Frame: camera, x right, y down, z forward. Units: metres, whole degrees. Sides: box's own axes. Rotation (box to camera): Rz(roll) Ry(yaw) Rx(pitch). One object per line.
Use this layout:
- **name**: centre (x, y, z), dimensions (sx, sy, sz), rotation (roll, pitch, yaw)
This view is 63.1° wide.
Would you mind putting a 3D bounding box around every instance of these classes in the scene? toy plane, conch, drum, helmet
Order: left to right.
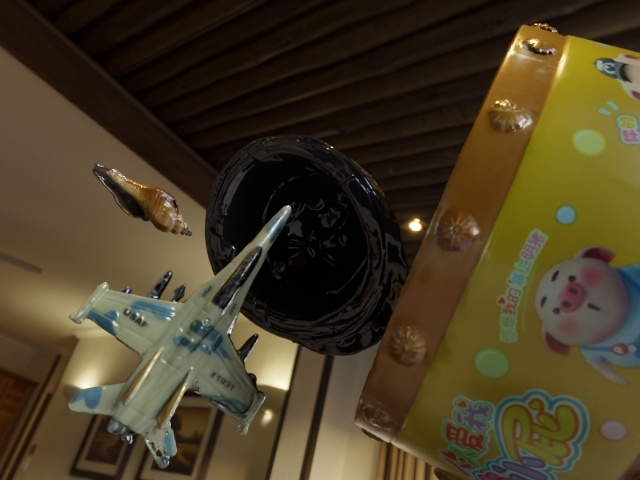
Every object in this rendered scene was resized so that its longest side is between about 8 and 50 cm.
- **conch**: centre (-0.371, -0.085, 1.113), dimensions (0.232, 0.080, 0.086), rotation (32, -59, -2)
- **toy plane**: centre (-0.107, 0.071, 0.497), dimensions (0.192, 0.262, 0.088), rotation (40, -28, -12)
- **helmet**: centre (0.000, 0.000, 0.649), dimensions (0.279, 0.160, 0.230), rotation (38, -70, 16)
- **drum**: centre (0.210, 0.029, 0.499), dimensions (0.214, 0.431, 0.431), rotation (22, -29, 13)

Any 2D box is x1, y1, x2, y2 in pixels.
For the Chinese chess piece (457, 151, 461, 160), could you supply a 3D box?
- **Chinese chess piece**: centre (0.489, -0.243, 1.379), dimensions (0.104, 0.257, 0.257), rotation (60, -36, 7)
